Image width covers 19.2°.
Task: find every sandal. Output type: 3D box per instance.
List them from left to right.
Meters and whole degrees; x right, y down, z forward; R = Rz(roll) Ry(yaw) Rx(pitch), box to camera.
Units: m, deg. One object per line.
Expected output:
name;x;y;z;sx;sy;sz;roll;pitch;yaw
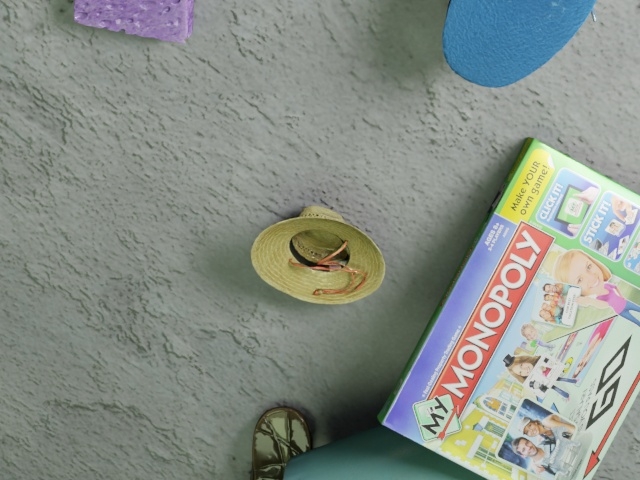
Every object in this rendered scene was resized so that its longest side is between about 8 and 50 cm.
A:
sandal;-0.052;0.282;2.172;0.090;0.060;0.219;7;111;3

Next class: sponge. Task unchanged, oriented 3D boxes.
sponge;-0.178;-0.295;1.818;0.117;0.031;0.210;11;126;8

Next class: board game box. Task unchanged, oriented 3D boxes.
board game box;0.224;0.087;1.866;0.213;0.046;0.317;27;93;-6

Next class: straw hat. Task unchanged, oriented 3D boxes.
straw hat;0.000;0.000;1.957;0.144;0.061;0.144;4;141;3

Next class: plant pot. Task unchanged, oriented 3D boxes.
plant pot;0.133;0.312;2.013;0.235;0.293;0.293;-27;114;12

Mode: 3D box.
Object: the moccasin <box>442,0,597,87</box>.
moccasin;0.219;-0.287;1.670;0.138;0.117;0.342;28;123;-6
